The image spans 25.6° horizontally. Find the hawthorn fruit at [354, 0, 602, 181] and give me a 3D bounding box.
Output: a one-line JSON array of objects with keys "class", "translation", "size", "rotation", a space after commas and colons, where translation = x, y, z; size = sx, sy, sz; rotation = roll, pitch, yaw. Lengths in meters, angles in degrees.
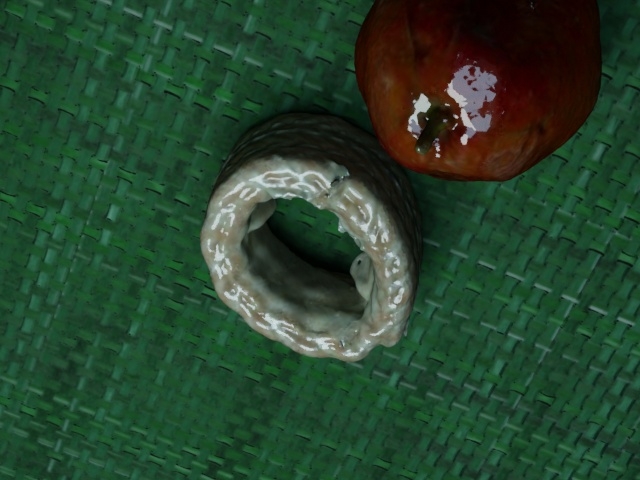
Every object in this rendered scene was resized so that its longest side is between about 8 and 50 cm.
[{"class": "hawthorn fruit", "translation": [0.132, -0.142, 1.213], "size": [0.224, 0.261, 0.224], "rotation": [7, 119, 12]}]

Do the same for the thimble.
[{"class": "thimble", "translation": [-0.007, -0.002, 1.368], "size": [0.196, 0.148, 0.229], "rotation": [-18, 112, 17]}]
